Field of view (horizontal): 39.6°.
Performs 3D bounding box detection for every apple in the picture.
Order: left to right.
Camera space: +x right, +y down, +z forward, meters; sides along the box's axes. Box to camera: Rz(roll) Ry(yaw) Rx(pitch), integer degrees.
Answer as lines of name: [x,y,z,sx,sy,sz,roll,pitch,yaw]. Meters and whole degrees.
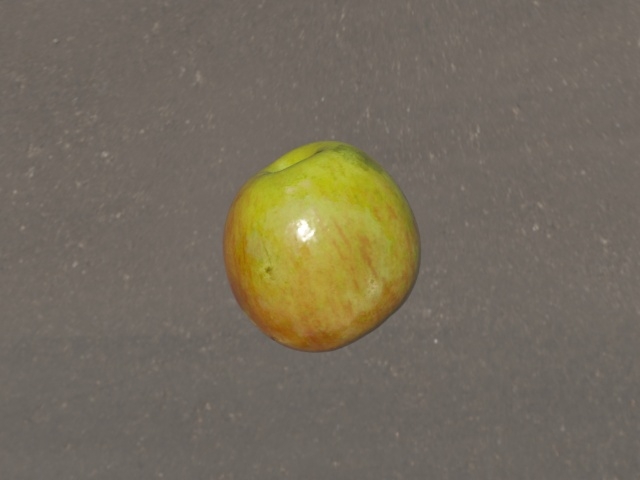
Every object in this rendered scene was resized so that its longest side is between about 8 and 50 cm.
apple: [0.000,0.000,0.857,0.196,0.196,0.195,2,114,5]
